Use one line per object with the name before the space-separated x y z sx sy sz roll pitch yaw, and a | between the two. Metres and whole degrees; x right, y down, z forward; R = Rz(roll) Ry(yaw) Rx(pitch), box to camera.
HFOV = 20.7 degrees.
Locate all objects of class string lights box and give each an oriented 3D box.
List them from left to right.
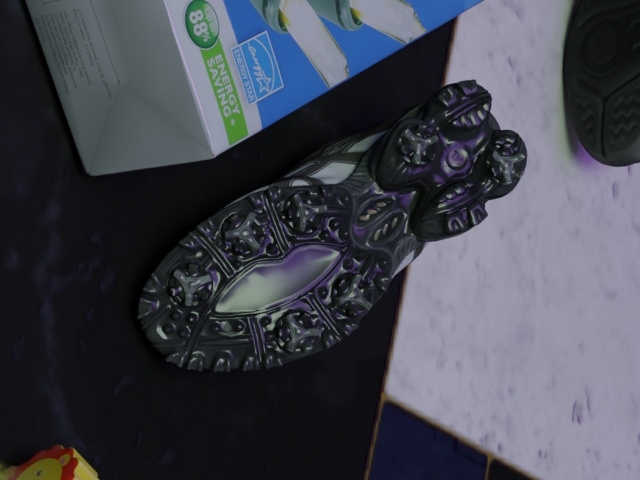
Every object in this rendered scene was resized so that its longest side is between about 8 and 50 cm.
string lights box | -0.017 -0.138 0.778 0.260 0.077 0.133 -35 113 -47

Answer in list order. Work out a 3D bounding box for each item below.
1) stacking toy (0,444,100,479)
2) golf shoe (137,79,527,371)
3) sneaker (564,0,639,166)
stacking toy | -0.177 0.120 0.579 0.167 0.052 0.221 52 50 -35
golf shoe | 0.000 0.000 0.796 0.198 0.094 0.077 -29 97 -21
sneaker | 0.216 -0.139 1.063 0.130 0.087 0.227 27 61 -40
